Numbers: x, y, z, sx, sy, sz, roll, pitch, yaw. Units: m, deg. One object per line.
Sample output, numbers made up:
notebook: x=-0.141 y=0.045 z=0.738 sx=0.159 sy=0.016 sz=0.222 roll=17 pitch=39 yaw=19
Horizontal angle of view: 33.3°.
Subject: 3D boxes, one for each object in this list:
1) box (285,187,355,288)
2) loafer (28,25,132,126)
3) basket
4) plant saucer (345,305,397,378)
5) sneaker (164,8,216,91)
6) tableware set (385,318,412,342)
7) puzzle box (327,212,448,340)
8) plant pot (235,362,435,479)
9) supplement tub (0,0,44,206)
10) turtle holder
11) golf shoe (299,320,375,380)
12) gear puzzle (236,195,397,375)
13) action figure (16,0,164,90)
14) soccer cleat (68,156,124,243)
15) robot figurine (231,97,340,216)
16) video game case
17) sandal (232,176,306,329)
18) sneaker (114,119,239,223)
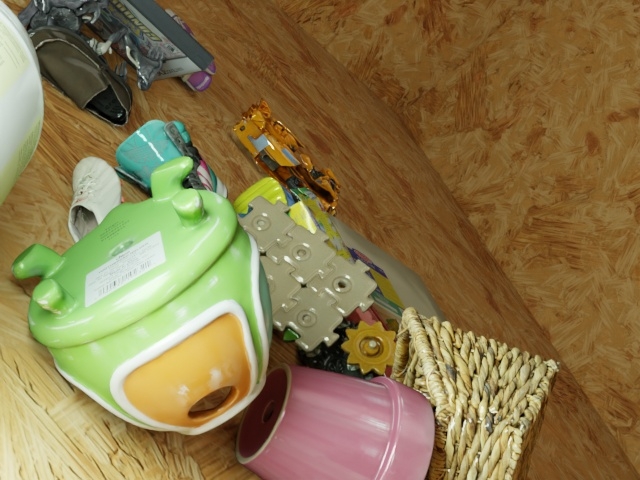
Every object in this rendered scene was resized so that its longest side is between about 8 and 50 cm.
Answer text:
box: x=0.000 y=0.000 z=1.678 sx=0.179 sy=0.043 sz=0.105 roll=63 pitch=15 yaw=4
loafer: x=-0.355 y=-0.244 z=1.612 sx=0.220 sy=0.080 sz=0.078 roll=33 pitch=21 yaw=-47
basket: x=0.154 y=0.280 z=1.397 sx=0.223 sy=0.299 sz=0.213 roll=20 pitch=34 yaw=17
plant saucer: x=0.101 y=0.170 z=1.848 sx=0.259 sy=0.048 sz=0.258 roll=56 pitch=2 yaw=21
sneaker: x=-0.277 y=-0.367 z=2.119 sx=0.161 sy=0.102 sz=0.282 roll=51 pitch=14 yaw=-5
tableware set: x=0.160 y=0.197 z=1.824 sx=0.154 sy=0.024 sz=0.104 roll=53 pitch=-2 yaw=2
puzzle box: x=0.143 y=0.110 z=2.229 sx=0.409 sy=0.052 sz=0.272 roll=33 pitch=22 yaw=-47
plant pot: x=0.007 y=0.239 z=1.279 sx=0.180 sy=0.201 sz=0.201 roll=27 pitch=22 yaw=-18
supplement tub: x=-0.368 y=-0.099 z=0.908 sx=0.235 sy=0.235 sz=0.325 roll=44 pitch=15 yaw=-19
turtle holder: x=-0.180 y=0.071 z=1.128 sx=0.320 sy=0.243 sz=0.227 roll=2 pitch=-51 yaw=53
golf shoe: x=0.034 y=0.213 z=1.621 sx=0.273 sy=0.105 sz=0.120 roll=-99 pitch=173 yaw=-69
gear puzzle: x=-0.017 y=0.078 z=1.562 sx=0.339 sy=0.175 sz=0.044 roll=37 pitch=-31 yaw=18
action figure: x=-0.373 y=-0.341 z=1.672 sx=0.275 sy=0.164 sz=0.141 roll=46 pitch=32 yaw=-51
soccer cleat: x=-0.286 y=-0.044 z=1.350 sx=0.076 sy=0.068 sz=0.196 roll=30 pitch=27 yaw=-45
robot figurine: x=-0.060 y=-0.160 z=2.250 sx=0.291 sy=0.085 sz=0.211 roll=46 pitch=16 yaw=-11
video game case: x=-0.339 y=-0.381 z=1.844 sx=0.275 sy=0.035 sz=0.248 roll=42 pitch=-17 yaw=-26
sandal: x=-0.059 y=0.034 z=1.729 sx=0.138 sy=0.126 sz=0.317 roll=37 pitch=28 yaw=-46
sneaker: x=-0.210 y=-0.081 z=1.533 sx=0.178 sy=0.124 sz=0.295 roll=49 pitch=6 yaw=-22
